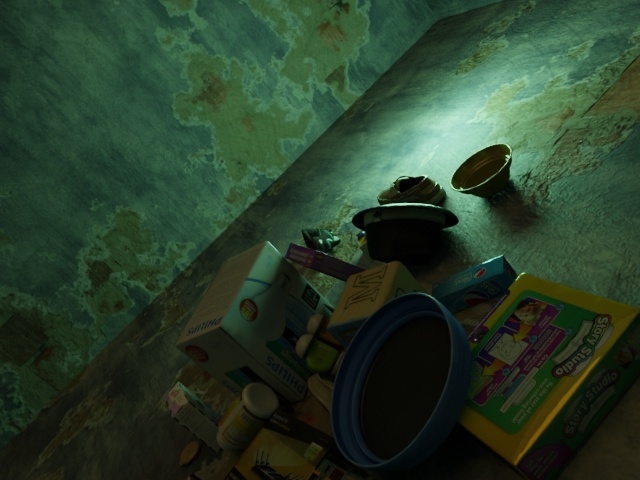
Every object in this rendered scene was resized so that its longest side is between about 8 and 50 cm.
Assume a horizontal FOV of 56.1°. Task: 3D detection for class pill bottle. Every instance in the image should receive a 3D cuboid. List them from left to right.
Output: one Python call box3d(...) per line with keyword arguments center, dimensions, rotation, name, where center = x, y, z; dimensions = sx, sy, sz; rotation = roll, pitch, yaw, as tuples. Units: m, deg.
box3d(center=(-0.216, 0.515, 1.727), dimensions=(0.215, 0.117, 0.117), rotation=(-54, 15, 28), name="pill bottle")

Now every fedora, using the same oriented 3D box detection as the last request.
box3d(center=(0.256, -0.006, 1.842), dimensions=(0.334, 0.334, 0.152), rotation=(-12, 71, 52), name="fedora")

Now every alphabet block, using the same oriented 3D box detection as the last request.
box3d(center=(0.166, 0.202, 1.616), dimensions=(0.194, 0.192, 0.197), rotation=(-20, 32, 40), name="alphabet block")

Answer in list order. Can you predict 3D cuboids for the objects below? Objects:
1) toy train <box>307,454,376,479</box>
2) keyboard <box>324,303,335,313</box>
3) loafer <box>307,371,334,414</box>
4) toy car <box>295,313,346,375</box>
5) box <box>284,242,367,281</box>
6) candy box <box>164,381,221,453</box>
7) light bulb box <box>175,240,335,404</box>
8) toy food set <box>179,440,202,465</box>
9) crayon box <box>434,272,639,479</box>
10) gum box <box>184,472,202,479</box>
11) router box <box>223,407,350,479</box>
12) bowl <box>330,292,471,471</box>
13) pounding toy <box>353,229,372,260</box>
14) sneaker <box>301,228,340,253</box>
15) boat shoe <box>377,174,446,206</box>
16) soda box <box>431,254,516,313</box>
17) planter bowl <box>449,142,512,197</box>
box3d(center=(0.069, 0.556, 1.181), dimensions=(0.190, 0.142, 0.334), rotation=(-53, 24, -20), name="toy train")
box3d(center=(0.085, 0.242, 1.828), dimensions=(0.014, 0.072, 0.256), rotation=(-45, 22, -13), name="keyboard")
box3d(center=(0.055, 0.412, 1.545), dimensions=(0.092, 0.102, 0.268), rotation=(-44, 31, -7), name="loafer")
box3d(center=(0.016, 0.315, 1.751), dimensions=(0.182, 0.159, 0.136), rotation=(-60, -7, -36), name="toy car")
box3d(center=(0.057, 0.091, 1.869), dimensions=(0.201, 0.293, 0.057), rotation=(13, 82, 65), name="box")
box3d(center=(-0.386, 0.552, 1.883), dimensions=(0.070, 0.196, 0.165), rotation=(-46, 22, -10), name="candy box")
box3d(center=(-0.185, 0.266, 1.857), dimensions=(0.225, 0.358, 0.361), rotation=(-25, 28, 39), name="light bulb box")
box3d(center=(-0.418, 0.683, 1.930), dimensions=(0.083, 0.020, 0.083), rotation=(-23, 29, 39), name="toy food set")
box3d(center=(0.421, 0.257, 1.195), dimensions=(0.363, 0.106, 0.313), rotation=(-47, 24, -8), name="crayon box")
box3d(center=(-0.299, 0.681, 1.510), dimensions=(0.107, 0.188, 0.062), rotation=(-46, 22, -6), name="gum box")
box3d(center=(-0.089, 0.574, 1.500), dimensions=(0.243, 0.081, 0.309), rotation=(-51, 24, -21), name="router box")
box3d(center=(0.169, 0.305, 1.309), dimensions=(0.391, 0.077, 0.391), rotation=(-44, 29, 32), name="bowl")
box3d(center=(0.188, -0.015, 2.092), dimensions=(0.130, 0.100, 0.141), rotation=(-40, 22, 7), name="pounding toy")
box3d(center=(0.000, 0.000, 2.425), dimensions=(0.106, 0.101, 0.267), rotation=(-23, 18, -12), name="sneaker")
box3d(center=(0.311, -0.183, 2.172), dimensions=(0.123, 0.116, 0.324), rotation=(-53, 24, -24), name="boat shoe")
box3d(center=(0.392, 0.119, 1.548), dimensions=(0.210, 0.067, 0.071), rotation=(-28, 26, 32), name="soda box")
box3d(center=(0.523, -0.199, 1.883), dimensions=(0.217, 0.090, 0.217), rotation=(-35, 23, 17), name="planter bowl")
